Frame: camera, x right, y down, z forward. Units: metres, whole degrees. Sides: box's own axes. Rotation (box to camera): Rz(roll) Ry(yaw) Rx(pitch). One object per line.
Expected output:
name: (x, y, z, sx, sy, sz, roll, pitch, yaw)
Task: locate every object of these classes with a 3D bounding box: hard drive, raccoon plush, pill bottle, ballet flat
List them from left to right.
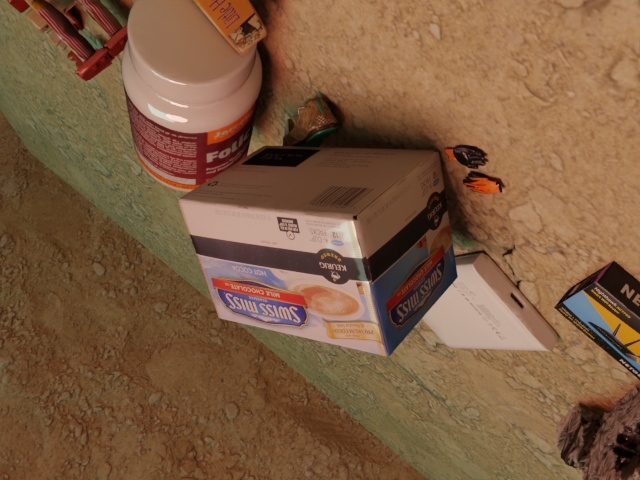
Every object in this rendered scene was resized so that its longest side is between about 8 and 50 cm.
pill bottle: (-0.215, -0.249, 1.246, 0.224, 0.224, 0.392, 42, 161, 4)
ballet flat: (-0.024, -0.190, 1.253, 0.206, 0.073, 0.067, -26, 82, 67)
hard drive: (0.263, 0.118, 1.336, 0.203, 0.040, 0.307, 47, 160, -10)
raccoon plush: (0.574, 0.358, 1.129, 0.299, 0.216, 0.446, 28, -172, 4)

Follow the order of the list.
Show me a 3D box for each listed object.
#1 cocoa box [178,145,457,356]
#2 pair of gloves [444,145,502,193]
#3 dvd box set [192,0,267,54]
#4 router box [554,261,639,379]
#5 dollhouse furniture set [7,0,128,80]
cocoa box: (0.000, 0.000, 1.145, 0.347, 0.231, 0.227, 7, 123, 37)
pair of gloves: (0.215, -0.099, 1.031, 0.074, 0.010, 0.083, 13, 142, 57)
dvd box set: (-0.214, -0.406, 0.869, 0.307, 0.062, 0.420, 51, -176, 7)
router box: (0.427, 0.120, 1.010, 0.179, 0.046, 0.133, 41, 160, 8)
dollhouse furniture set: (-0.499, -0.454, 1.556, 0.201, 0.152, 0.374, 48, 177, -13)
